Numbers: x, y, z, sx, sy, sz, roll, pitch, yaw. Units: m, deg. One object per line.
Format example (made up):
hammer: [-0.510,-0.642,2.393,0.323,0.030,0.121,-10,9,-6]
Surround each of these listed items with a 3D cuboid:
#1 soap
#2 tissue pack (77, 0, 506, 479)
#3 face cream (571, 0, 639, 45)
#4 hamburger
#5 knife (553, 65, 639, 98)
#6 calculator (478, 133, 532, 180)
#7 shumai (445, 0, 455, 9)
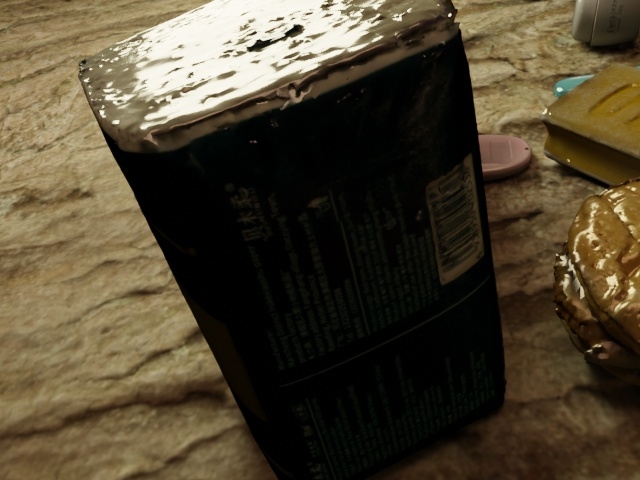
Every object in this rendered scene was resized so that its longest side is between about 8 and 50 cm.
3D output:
soap: [0.439,-0.127,0.931,0.173,0.089,0.274,-33,41,-19]
tissue pack: [0.000,0.000,0.667,0.264,0.417,0.253,-26,36,-10]
face cream: [0.470,-0.378,1.208,0.104,0.117,0.117,8,43,15]
hamburger: [0.371,0.038,0.708,0.283,0.145,0.260,2,45,15]
knife: [0.467,-0.243,1.111,0.221,0.031,0.064,-8,42,16]
calculator: [0.215,-0.117,1.045,0.165,0.024,0.103,-5,39,13]
shumai: [0.133,-0.412,1.362,0.205,0.166,0.175,-17,15,-3]
